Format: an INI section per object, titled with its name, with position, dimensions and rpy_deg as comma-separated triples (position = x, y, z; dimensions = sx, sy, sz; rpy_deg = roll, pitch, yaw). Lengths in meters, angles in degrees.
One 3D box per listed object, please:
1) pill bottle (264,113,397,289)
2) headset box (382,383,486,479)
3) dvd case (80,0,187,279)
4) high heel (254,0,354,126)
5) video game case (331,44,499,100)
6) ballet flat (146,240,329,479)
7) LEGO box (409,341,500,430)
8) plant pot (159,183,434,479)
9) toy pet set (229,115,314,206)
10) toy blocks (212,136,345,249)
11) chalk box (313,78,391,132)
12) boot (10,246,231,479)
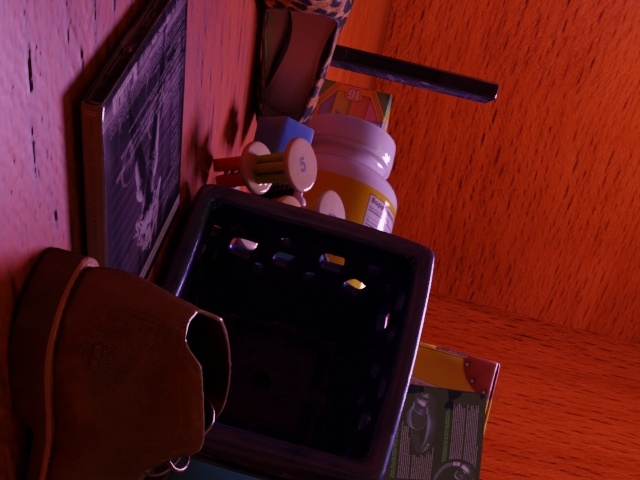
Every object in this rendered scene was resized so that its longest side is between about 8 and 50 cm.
[pill bottle]
position = 0.000, 0.000, 1.400
dimensions = 0.188, 0.188, 0.333
rpy_deg = 94, 11, -69
[headset box]
position = 0.025, 0.240, 1.295
dimensions = 0.246, 0.283, 0.131
rpy_deg = -6, -106, 54
[dvd case]
position = -0.126, -0.051, 0.692
dimensions = 0.164, 0.018, 0.221
rpy_deg = -73, 175, -46
[high heel]
position = -0.027, -0.185, 1.051
dimensions = 0.261, 0.093, 0.186
rpy_deg = 169, -66, -89
[video game case]
position = 0.105, -0.235, 1.389
dimensions = 0.196, 0.274, 0.026
rpy_deg = -47, 150, -82
[ballet flat]
position = -0.102, 0.212, 1.134
dimensions = 0.182, 0.164, 0.482
rpy_deg = 139, -31, -62
[LEGO box]
position = 0.023, 0.379, 1.549
dimensions = 0.193, 0.373, 0.500
rpy_deg = 147, -41, -77
[plant pot]
position = -0.045, 0.113, 0.962
dimensions = 0.212, 0.236, 0.235
rpy_deg = 112, -6, -65
[toy pet set]
position = -0.040, -0.068, 1.066
dimensions = 0.065, 0.122, 0.114
rpy_deg = 90, 14, -80
[toy blocks]
position = -0.064, -0.043, 1.002
dimensions = 0.123, 0.148, 0.054
rpy_deg = 59, 40, -35
[chalk box]
position = 0.034, -0.148, 1.727
dimensions = 0.132, 0.132, 0.213
rpy_deg = 96, 9, -61
[boot]
position = -0.127, 0.136, 0.664
dimensions = 0.305, 0.115, 0.112
rpy_deg = 101, 3, -48
